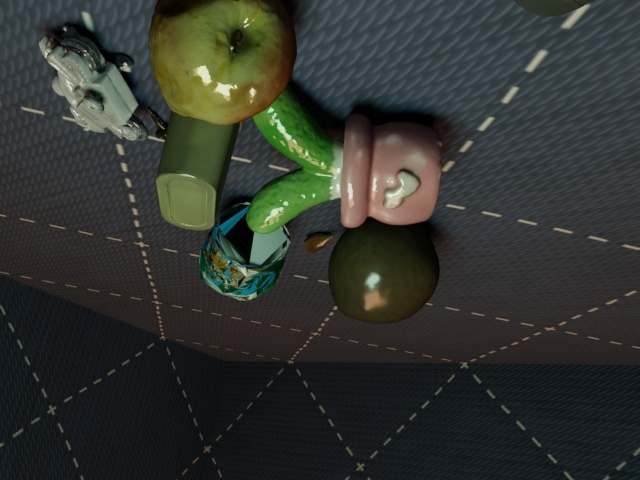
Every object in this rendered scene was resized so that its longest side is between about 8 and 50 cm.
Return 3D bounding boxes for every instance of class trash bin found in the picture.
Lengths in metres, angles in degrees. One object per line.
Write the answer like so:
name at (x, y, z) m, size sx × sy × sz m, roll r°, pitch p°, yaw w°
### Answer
trash bin at (-0.213, -0.172, 1.106) m, size 0.121 × 0.247 × 0.243 m, roll 11°, pitch 156°, yaw -7°

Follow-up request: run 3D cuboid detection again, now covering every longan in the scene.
longan at (0.155, 0.078, 1.539) m, size 0.288 × 0.288 × 0.350 m, roll 8°, pitch 168°, yaw 4°

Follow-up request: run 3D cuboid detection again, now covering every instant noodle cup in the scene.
instant noodle cup at (-0.187, 0.017, 1.572) m, size 0.240 × 0.240 × 0.178 m, roll 14°, pitch 155°, yaw -10°

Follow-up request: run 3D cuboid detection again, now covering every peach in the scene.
peach at (-0.157, -0.277, 0.910) m, size 0.214 × 0.214 × 0.235 m, roll 25°, pitch 164°, yaw -33°

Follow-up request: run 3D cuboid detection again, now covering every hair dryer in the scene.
hair dryer at (-0.319, -0.244, 1.266) m, size 0.079 × 0.031 × 0.083 m, roll -12°, pitch 143°, yaw 20°

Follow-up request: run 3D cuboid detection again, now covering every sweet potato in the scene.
sweet potato at (0.000, 0.000, 1.684) m, size 0.049 × 0.049 × 0.117 m, roll 26°, pitch 149°, yaw -34°

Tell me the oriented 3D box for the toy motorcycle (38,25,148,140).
toy motorcycle at (-0.426, -0.276, 1.135) m, size 0.171 × 0.110 × 0.260 m, roll 14°, pitch 155°, yaw 20°

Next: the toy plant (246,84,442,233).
toy plant at (0.040, -0.154, 1.134) m, size 0.356 × 0.210 × 0.317 m, roll 7°, pitch 119°, yaw 5°

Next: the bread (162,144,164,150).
bread at (-0.298, -0.200, 1.344) m, size 0.083 × 0.035 × 0.070 m, roll 23°, pitch 152°, yaw -24°

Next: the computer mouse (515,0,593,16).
computer mouse at (0.264, -0.349, 0.742) m, size 0.232 × 0.057 × 0.120 m, roll 28°, pitch 152°, yaw -36°
